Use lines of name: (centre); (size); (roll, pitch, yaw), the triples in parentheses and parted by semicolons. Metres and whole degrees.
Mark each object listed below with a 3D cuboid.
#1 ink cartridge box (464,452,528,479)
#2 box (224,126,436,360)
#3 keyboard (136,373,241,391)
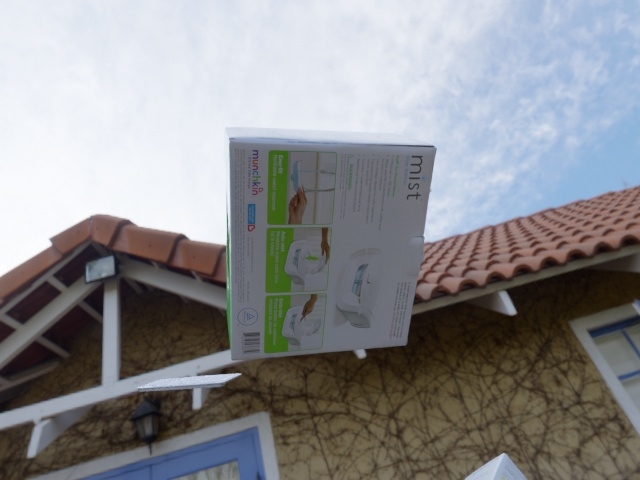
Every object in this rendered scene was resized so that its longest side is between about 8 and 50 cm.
ink cartridge box: (0.204, 0.335, 0.474); (0.072, 0.127, 0.175); (-49, -23, 21)
box: (0.000, 0.000, 0.549); (0.231, 0.127, 0.262); (-2, -69, -14)
keyboard: (-0.305, 0.326, 1.018); (0.256, 0.014, 0.072); (-12, 0, 25)
